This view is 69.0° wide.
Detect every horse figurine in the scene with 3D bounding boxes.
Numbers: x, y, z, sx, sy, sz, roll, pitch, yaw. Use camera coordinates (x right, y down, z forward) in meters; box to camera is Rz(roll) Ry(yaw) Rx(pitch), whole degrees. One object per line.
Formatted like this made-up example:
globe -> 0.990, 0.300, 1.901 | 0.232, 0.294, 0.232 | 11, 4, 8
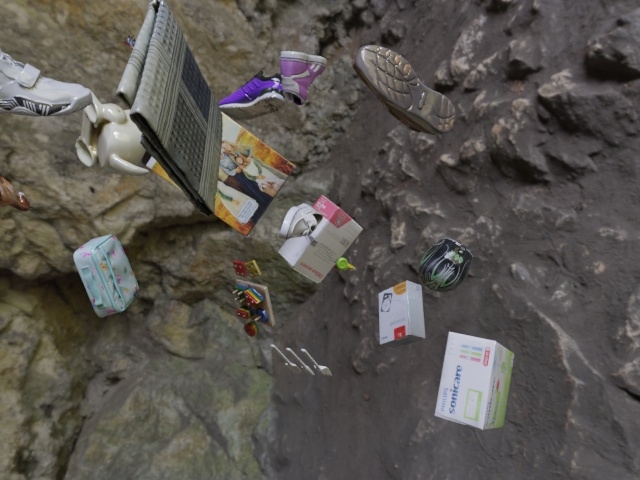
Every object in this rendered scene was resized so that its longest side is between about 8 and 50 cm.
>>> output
horse figurine -> -0.923, -0.155, 1.339 | 0.263, 0.066, 0.175 | 13, 127, 66

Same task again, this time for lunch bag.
lunch bag -> -0.780, 0.133, 1.710 | 0.224, 0.107, 0.280 | -102, -4, -73

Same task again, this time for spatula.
spatula -> -0.068, 0.432, 1.667 | 0.242, 0.168, 0.019 | 61, -140, -45

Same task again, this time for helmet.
helmet -> 0.405, 0.090, 1.529 | 0.162, 0.169, 0.169 | -52, 13, -8

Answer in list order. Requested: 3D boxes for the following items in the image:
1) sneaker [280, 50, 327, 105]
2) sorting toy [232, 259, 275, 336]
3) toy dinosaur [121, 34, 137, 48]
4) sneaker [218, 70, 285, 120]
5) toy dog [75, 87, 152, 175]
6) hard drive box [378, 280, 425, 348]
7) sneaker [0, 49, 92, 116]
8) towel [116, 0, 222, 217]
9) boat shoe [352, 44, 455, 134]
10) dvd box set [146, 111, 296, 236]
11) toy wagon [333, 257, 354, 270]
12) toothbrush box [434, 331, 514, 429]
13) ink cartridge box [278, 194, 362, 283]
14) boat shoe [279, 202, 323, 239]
sneaker -> -0.061, -0.535, 1.549 | 0.282, 0.102, 0.161 | -35, -49, -60
sorting toy -> -0.209, 0.185, 1.400 | 0.132, 0.046, 0.275 | 11, 119, 39
toy dinosaur -> -0.739, -0.766, 1.824 | 0.090, 0.047, 0.082 | -25, 53, 26
sneaker -> -0.239, -0.532, 1.685 | 0.293, 0.102, 0.146 | -1, 74, 31
toy dog -> -0.671, -0.403, 1.806 | 0.395, 0.407, 0.285 | 36, 122, 33
hard drive box -> 0.333, 0.308, 1.928 | 0.181, 0.089, 0.232 | -35, 44, 46
sneaker -> -0.747, -0.416, 1.106 | 0.137, 0.365, 0.211 | 47, 134, 50
towel -> -0.282, -0.252, 0.934 | 0.312, 0.056, 0.325 | 69, -165, -56
boat shoe -> 0.202, -0.372, 1.207 | 0.123, 0.324, 0.116 | -62, 25, -11
dvd box set -> -0.339, -0.257, 1.613 | 0.308, 0.420, 0.062 | -53, 5, 3
toy wagon -> 0.030, 0.070, 2.277 | 0.068, 0.344, 0.267 | -54, 32, -3
toothbrush box -> 0.409, 0.369, 1.213 | 0.122, 0.283, 0.207 | 6, 75, 34
ink cartridge box -> 0.000, 0.000, 1.804 | 0.283, 0.207, 0.117 | -51, 51, 2
boat shoe -> -0.056, -0.054, 1.502 | 0.267, 0.088, 0.096 | -39, -31, -73
